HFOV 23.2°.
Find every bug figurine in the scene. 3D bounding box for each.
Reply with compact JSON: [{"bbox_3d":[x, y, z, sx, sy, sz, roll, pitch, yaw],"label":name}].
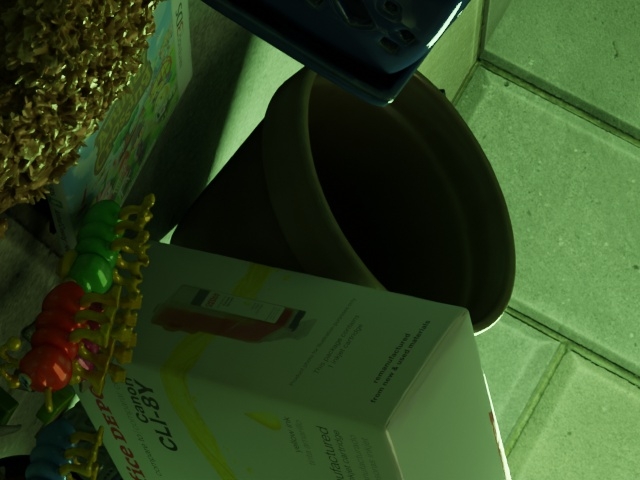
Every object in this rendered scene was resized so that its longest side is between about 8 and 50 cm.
[{"bbox_3d":[-0.190,0.090,1.200,0.279,0.072,0.216,106,-1,-50],"label":"bug figurine"}]

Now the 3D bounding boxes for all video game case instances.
[{"bbox_3d":[-0.158,-0.101,1.249,0.193,0.023,0.212,96,19,-66],"label":"video game case"}]

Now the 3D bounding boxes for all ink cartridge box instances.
[{"bbox_3d":[-0.034,0.176,1.504,0.160,0.384,0.279,-52,139,-34],"label":"ink cartridge box"}]

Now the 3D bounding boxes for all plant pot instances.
[{"bbox_3d":[0.037,-0.266,1.305,0.236,0.236,0.212,-56,175,-35],"label":"plant pot"},{"bbox_3d":[0.000,0.000,1.641,0.280,0.323,0.323,-30,-168,36],"label":"plant pot"}]

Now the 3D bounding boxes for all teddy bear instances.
[{"bbox_3d":[-0.162,-0.116,1.011,0.338,0.113,0.245,-57,172,-25],"label":"teddy bear"}]

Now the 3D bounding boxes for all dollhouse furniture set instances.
[{"bbox_3d":[-0.255,0.128,1.386,0.058,0.076,0.151,-52,176,33],"label":"dollhouse furniture set"}]

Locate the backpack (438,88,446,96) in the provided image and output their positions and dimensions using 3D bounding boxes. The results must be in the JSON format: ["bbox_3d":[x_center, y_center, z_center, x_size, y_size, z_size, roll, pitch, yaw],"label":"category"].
[{"bbox_3d":[0.053,-0.160,2.003,0.182,0.152,0.115,-47,168,-37],"label":"backpack"}]

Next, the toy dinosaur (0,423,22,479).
[{"bbox_3d":[-0.288,0.116,1.080,0.313,0.121,0.160,94,-5,-48],"label":"toy dinosaur"}]

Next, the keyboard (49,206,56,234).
[{"bbox_3d":[-0.199,-0.060,1.264,0.180,0.023,0.108,84,29,-73],"label":"keyboard"}]

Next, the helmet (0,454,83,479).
[{"bbox_3d":[-0.280,0.265,1.360,0.169,0.169,0.161,-60,155,-7],"label":"helmet"}]

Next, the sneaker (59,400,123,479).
[{"bbox_3d":[-0.271,0.271,1.698,0.297,0.111,0.129,-59,-172,5],"label":"sneaker"}]
